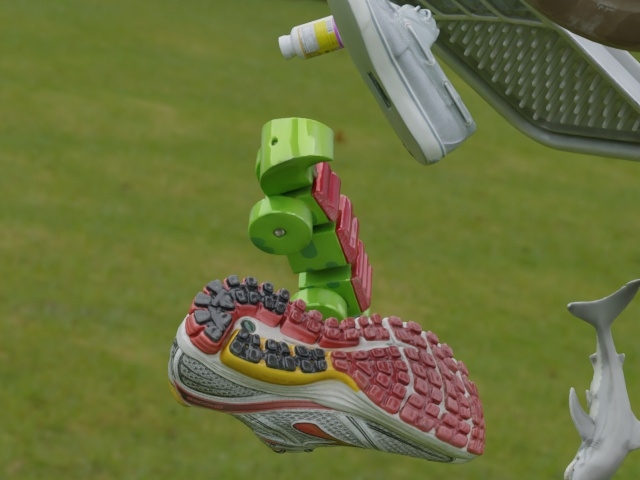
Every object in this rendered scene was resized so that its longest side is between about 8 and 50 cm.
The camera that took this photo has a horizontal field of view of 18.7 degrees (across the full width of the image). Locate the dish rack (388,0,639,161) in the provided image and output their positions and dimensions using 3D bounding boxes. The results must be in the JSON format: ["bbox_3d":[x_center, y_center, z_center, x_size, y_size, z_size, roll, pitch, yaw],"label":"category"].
[{"bbox_3d":[0.224,-0.206,2.044,0.333,0.072,0.285,40,-15,-30],"label":"dish rack"}]

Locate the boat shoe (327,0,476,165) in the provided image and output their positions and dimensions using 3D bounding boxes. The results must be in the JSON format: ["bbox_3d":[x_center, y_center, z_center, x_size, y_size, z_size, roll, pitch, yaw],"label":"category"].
[{"bbox_3d":[0.079,-0.186,1.898,0.081,0.227,0.079,-31,11,-12],"label":"boat shoe"}]

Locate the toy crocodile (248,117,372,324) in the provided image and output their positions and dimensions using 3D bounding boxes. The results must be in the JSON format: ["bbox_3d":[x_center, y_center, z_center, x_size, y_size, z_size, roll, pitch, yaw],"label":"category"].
[{"bbox_3d":[0.000,0.000,2.023,0.105,0.340,0.115,-8,45,14],"label":"toy crocodile"}]

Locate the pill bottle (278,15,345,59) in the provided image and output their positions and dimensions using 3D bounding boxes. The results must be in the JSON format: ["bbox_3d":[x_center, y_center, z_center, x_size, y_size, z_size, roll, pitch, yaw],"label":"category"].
[{"bbox_3d":[-0.008,-0.251,2.423,0.083,0.043,0.043,-16,3,12],"label":"pill bottle"}]

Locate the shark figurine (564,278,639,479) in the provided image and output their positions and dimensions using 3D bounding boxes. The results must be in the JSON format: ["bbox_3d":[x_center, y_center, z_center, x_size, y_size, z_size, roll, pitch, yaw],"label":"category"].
[{"bbox_3d":[0.377,0.203,2.424,0.116,0.278,0.166,-3,-26,25],"label":"shark figurine"}]

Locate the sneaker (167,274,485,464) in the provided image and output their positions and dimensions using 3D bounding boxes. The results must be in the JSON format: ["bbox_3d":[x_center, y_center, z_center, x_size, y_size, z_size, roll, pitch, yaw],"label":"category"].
[{"bbox_3d":[0.006,0.095,1.266,0.225,0.092,0.088,21,43,-16],"label":"sneaker"}]

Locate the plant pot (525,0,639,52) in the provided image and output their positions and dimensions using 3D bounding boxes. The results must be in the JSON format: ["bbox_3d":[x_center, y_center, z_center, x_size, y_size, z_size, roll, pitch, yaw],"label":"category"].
[{"bbox_3d":[0.214,-0.253,1.089,0.323,0.323,0.280,18,42,20],"label":"plant pot"}]
